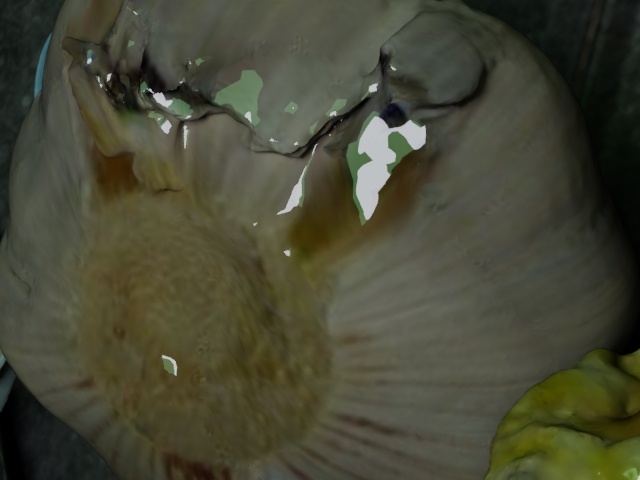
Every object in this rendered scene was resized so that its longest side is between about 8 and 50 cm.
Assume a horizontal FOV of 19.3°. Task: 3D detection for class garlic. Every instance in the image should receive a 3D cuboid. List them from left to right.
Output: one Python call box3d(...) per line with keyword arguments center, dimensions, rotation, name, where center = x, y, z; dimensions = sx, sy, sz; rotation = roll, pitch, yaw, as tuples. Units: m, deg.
box3d(center=(-0.007, 0.009, 0.848), dimensions=(0.322, 0.241, 0.322), rotation=(37, 138, 42), name="garlic")

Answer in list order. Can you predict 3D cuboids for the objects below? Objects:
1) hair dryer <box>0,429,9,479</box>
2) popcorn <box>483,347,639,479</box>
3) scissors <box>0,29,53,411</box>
box3d(center=(-0.266, 0.123, 1.084), dimensions=(0.298, 0.119, 0.296), rotation=(1, 71, 46), name="hair dryer")
box3d(center=(0.158, 0.138, 0.719), dimensions=(0.225, 0.174, 0.286), rotation=(37, 99, 4), name="popcorn")
box3d(center=(-0.140, -0.025, 1.038), dimensions=(0.125, 0.030, 0.256), rotation=(6, 65, 36), name="scissors")
